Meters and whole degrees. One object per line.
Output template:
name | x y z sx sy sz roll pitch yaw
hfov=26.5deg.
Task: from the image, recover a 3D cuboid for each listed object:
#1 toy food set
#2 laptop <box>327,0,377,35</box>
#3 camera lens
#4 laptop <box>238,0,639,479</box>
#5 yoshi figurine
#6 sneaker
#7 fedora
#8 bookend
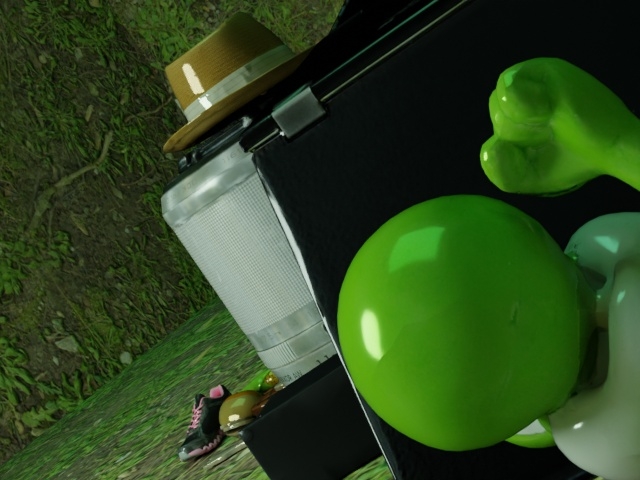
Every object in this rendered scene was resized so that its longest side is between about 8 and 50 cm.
toy food set | -0.058 0.167 1.454 0.132 0.038 0.192 -33 4 20
laptop | 0.054 -0.193 1.454 0.234 0.136 0.264 6 -58 -39
camera lens | 0.000 0.000 1.286 0.219 0.274 0.219 -34 4 3
laptop | 0.175 -0.086 0.827 0.382 0.236 0.408 -32 12 19
yoshi figurine | 0.125 0.028 0.518 0.203 0.203 0.362 -47 9 -26
sneaker | -0.130 0.201 1.514 0.047 0.057 0.119 -29 7 35
fedora | -0.083 -0.156 1.249 0.194 0.079 0.194 -34 3 2
bookend | 0.032 0.118 1.077 0.157 0.072 0.156 -34 3 12
